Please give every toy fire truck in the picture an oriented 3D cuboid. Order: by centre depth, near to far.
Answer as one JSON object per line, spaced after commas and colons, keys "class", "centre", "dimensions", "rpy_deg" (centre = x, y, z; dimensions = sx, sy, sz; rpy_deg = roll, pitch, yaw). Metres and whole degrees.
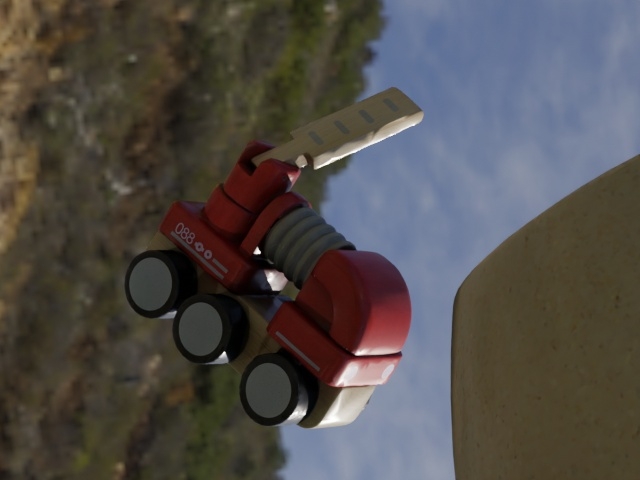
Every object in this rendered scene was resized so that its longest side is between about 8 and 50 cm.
{"class": "toy fire truck", "centre": [0.000, 0.000, 1.401], "dimensions": [0.217, 0.158, 0.246], "rpy_deg": [40, -72, 27]}

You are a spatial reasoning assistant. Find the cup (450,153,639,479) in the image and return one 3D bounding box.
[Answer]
{"class": "cup", "centre": [0.188, 0.086, 0.773], "dimensions": [0.237, 0.331, 0.331], "rpy_deg": [60, -27, 15]}
